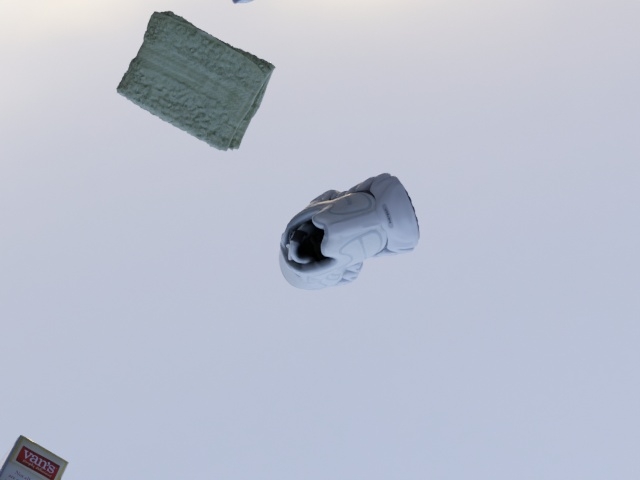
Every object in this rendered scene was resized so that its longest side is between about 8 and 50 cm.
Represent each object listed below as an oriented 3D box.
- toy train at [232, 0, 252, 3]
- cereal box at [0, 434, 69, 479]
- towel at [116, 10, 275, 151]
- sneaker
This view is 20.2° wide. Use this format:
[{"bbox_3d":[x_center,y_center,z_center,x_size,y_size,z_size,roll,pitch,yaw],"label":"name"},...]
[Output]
[{"bbox_3d":[-0.142,-0.449,2.157,0.142,0.334,0.190,-31,-177,-35],"label":"toy train"},{"bbox_3d":[-0.260,0.266,1.216,0.173,0.047,0.240,-49,-167,45],"label":"cereal box"},{"bbox_3d":[-0.131,-0.166,1.886,0.148,0.110,0.027,25,-177,-19],"label":"towel"},{"bbox_3d":[0.000,0.000,2.015,0.118,0.110,0.292,-20,175,-24],"label":"sneaker"}]
